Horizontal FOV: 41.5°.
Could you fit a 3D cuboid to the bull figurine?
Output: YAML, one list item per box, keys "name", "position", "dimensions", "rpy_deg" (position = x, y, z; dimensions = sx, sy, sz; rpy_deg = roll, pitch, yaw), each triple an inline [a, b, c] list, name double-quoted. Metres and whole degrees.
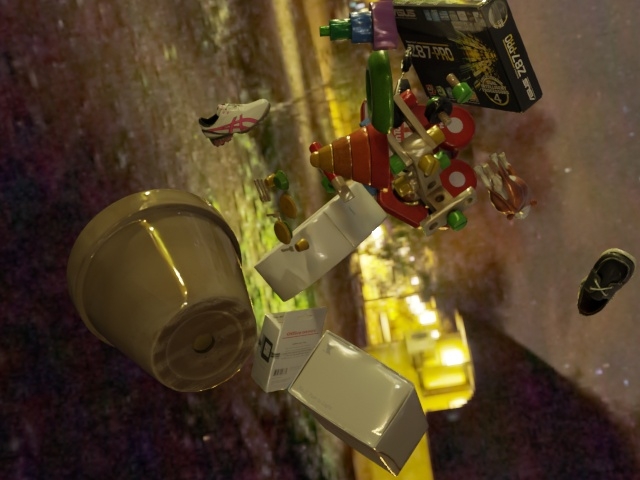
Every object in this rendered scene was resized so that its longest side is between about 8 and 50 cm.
- name: "bull figurine"
  position: [0.513, -0.143, 2.327]
  dimensions: [0.188, 0.101, 0.310]
  rpy_deg: [58, 15, 6]

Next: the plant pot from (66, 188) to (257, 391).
- name: "plant pot"
  position: [-0.255, 0.109, 1.490]
  dimensions: [0.280, 0.323, 0.323]
  rpy_deg: [45, -24, 50]

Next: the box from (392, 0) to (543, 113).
- name: "box"
  position: [0.379, -0.510, 2.254]
  dimensions: [0.395, 0.097, 0.318]
  rpy_deg: [25, -30, 54]

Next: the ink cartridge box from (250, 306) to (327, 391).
- name: "ink cartridge box"
  position: [-0.060, 0.195, 1.627]
  dimensions: [0.060, 0.104, 0.180]
  rpy_deg: [39, -57, 45]

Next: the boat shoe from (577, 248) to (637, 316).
- name: "boat shoe"
  position: [0.620, 0.094, 1.840]
  dimensions: [0.079, 0.084, 0.233]
  rpy_deg: [-57, 169, -26]

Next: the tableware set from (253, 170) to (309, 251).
- name: "tableware set"
  position: [-0.062, -0.051, 1.519]
  dimensions: [0.104, 0.024, 0.154]
  rpy_deg: [-4, -70, 56]

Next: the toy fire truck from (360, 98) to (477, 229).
- name: "toy fire truck"
  position: [0.212, -0.175, 1.936]
  dimensions: [0.169, 0.254, 0.302]
  rpy_deg: [119, -27, -76]

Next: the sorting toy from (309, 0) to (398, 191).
- name: "sorting toy"
  position: [0.042, -0.203, 1.271]
  dimensions: [0.365, 0.126, 0.127]
  rpy_deg: [88, -3, -56]

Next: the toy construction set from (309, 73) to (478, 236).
- name: "toy construction set"
  position: [0.162, -0.120, 1.597]
  dimensions: [0.237, 0.309, 0.257]
  rpy_deg: [59, -26, 27]

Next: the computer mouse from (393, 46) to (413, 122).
- name: "computer mouse"
  position: [0.171, -0.311, 1.699]
  dimensions: [0.071, 0.041, 0.242]
  rpy_deg: [107, -1, -49]

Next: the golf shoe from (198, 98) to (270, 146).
- name: "golf shoe"
  position: [-0.207, -0.296, 2.032]
  dimensions: [0.086, 0.186, 0.067]
  rpy_deg: [50, 26, -34]

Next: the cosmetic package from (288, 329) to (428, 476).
- name: "cosmetic package"
  position: [0.070, 0.266, 1.335]
  dimensions: [0.113, 0.160, 0.309]
  rpy_deg: [-55, 157, -12]

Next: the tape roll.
- name: "tape roll"
  position: [0.000, 0.000, 1.743]
  dimensions: [0.100, 0.286, 0.286]
  rpy_deg: [51, 8, -2]
